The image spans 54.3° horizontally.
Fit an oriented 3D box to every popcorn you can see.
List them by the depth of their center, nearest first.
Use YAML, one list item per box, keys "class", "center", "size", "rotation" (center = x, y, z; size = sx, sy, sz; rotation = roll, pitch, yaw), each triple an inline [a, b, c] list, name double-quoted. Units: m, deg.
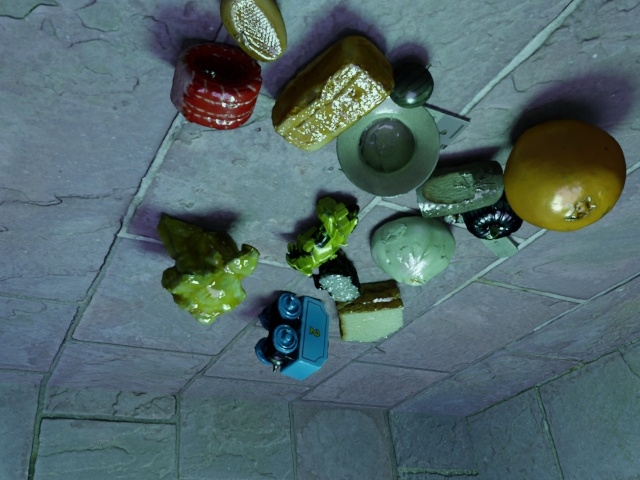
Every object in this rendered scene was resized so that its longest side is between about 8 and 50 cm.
- class: "popcorn"
  center: [-0.369, 0.101, 1.917]
  size: [0.320, 0.326, 0.290]
  rotation: [17, 109, -4]

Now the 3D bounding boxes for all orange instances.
- class: "orange"
  center: [0.646, -0.174, 1.669]
  size: [0.311, 0.312, 0.312]
  rotation: [-5, 148, -3]

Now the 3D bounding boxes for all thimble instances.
- class: "thimble"
  center: [-0.228, -0.336, 1.365]
  size: [0.189, 0.163, 0.125]
  rotation: [-1, 146, -22]

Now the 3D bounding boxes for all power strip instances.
- class: "power strip"
  center: [0.630, 0.006, 2.207]
  size: [0.079, 0.029, 0.226]
  rotation: [-22, 146, 27]

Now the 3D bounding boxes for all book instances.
- class: "book"
  center: [0.292, -0.300, 1.662]
  size: [0.181, 0.014, 0.127]
  rotation: [12, 143, -27]

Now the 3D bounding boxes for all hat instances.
- class: "hat"
  center: [0.168, -0.242, 1.597]
  size: [0.257, 0.258, 0.130]
  rotation: [-8, -170, 3]

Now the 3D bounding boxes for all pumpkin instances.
- class: "pumpkin"
  center: [0.541, -0.080, 1.951]
  size: [0.194, 0.150, 0.194]
  rotation: [-16, 170, -3]

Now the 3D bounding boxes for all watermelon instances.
- class: "watermelon"
  center: [0.219, -0.370, 1.464]
  size: [0.133, 0.105, 0.105]
  rotation: [-42, 152, -16]

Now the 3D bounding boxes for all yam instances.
- class: "yam"
  center: [0.389, -0.149, 1.808]
  size: [0.254, 0.154, 0.154]
  rotation: [-10, 149, -1]

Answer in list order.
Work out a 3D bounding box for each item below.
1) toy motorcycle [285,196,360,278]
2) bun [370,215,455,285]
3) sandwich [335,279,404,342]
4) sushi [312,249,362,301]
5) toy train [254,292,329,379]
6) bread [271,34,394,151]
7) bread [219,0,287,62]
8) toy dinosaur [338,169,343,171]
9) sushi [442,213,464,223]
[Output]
- class: "toy motorcycle"
  center: [-0.001, -0.002, 1.976]
  size: [0.206, 0.142, 0.342]
  rotation: [-33, 165, -36]
- class: "bun"
  center: [0.309, 0.055, 2.078]
  size: [0.292, 0.187, 0.293]
  rotation: [-3, 146, -2]
- class: "sandwich"
  center: [0.197, 0.291, 2.495]
  size: [0.262, 0.131, 0.325]
  rotation: [-9, 146, 1]
- class: "sushi"
  center: [0.058, 0.133, 2.225]
  size: [0.147, 0.115, 0.212]
  rotation: [-22, 144, 18]
- class: "toy train"
  center: [-0.099, 0.369, 2.401]
  size: [0.264, 0.301, 0.188]
  rotation: [24, 138, -24]
- class: "bread"
  center: [0.026, -0.332, 1.450]
  size: [0.166, 0.132, 0.294]
  rotation: [23, 139, -37]
- class: "bread"
  center: [-0.137, -0.450, 1.283]
  size: [0.114, 0.077, 0.189]
  rotation: [-33, 143, 4]
- class: "toy dinosaur"
  center: [0.105, -0.184, 1.808]
  size: [0.119, 0.029, 0.060]
  rotation: [7, 163, -16]
- class: "sushi"
  center: [0.440, -0.085, 2.026]
  size: [0.083, 0.044, 0.046]
  rotation: [2, 126, -18]
